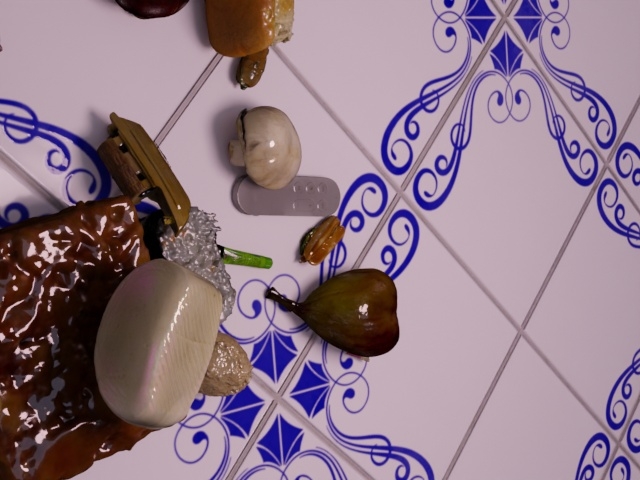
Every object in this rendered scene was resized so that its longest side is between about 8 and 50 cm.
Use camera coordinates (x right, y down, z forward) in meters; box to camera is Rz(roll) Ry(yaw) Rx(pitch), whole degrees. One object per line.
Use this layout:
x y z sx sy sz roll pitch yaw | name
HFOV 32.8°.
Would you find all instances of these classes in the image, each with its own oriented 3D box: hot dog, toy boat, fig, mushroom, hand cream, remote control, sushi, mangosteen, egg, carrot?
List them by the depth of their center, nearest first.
-0.286 -0.102 1.749 0.088 0.068 0.226 -28 78 -24 | toy boat
-0.273 -0.423 1.764 0.152 0.152 0.153 -3 94 -40 | mangosteen
-0.233 0.057 1.824 0.136 0.126 0.225 -17 102 -38 | sushi
-0.186 0.214 1.878 0.140 0.116 0.118 25 98 -11 | egg
-0.101 -0.163 1.933 0.154 0.122 0.154 -14 90 -76 | mushroom
-0.141 0.033 1.964 0.122 0.023 0.036 11 97 -38 | hand cream
-0.102 -0.386 1.967 0.049 0.049 0.254 28 70 -37 | carrot
-0.060 -0.082 2.027 0.245 0.022 0.077 0 90 -40 | remote control
0.028 0.126 2.052 0.274 0.145 0.170 10 80 -23 | fig
0.000 0.000 2.075 0.133 0.041 0.056 -49 121 -36 | hot dog

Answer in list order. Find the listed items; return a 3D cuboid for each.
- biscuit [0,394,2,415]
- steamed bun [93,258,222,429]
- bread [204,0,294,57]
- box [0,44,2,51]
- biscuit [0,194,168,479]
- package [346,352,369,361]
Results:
-0.519 0.248 1.432 0.219 0.033 0.220 -26 143 -21 | biscuit
-0.250 0.148 1.594 0.170 0.152 0.239 36 73 -64 | steamed bun
-0.124 -0.436 1.856 0.121 0.174 0.246 -4 95 -36 | bread
-0.524 -0.302 1.606 0.063 0.060 0.085 -38 116 -23 | box
-0.404 0.150 1.656 0.342 0.166 0.395 -22 107 -42 | biscuit
0.083 0.194 2.158 0.059 0.029 0.083 26 65 -30 | package
